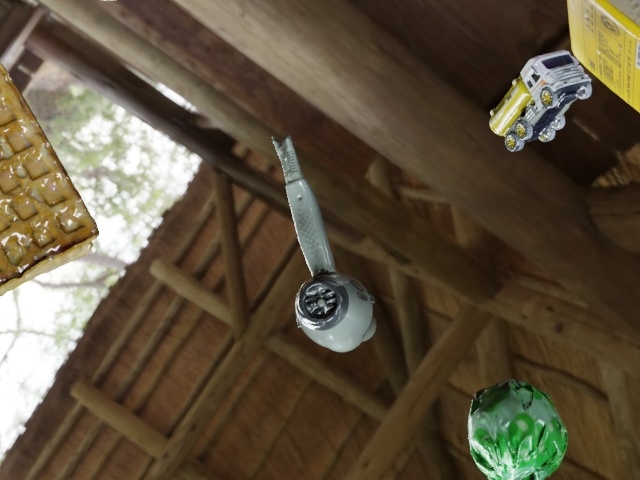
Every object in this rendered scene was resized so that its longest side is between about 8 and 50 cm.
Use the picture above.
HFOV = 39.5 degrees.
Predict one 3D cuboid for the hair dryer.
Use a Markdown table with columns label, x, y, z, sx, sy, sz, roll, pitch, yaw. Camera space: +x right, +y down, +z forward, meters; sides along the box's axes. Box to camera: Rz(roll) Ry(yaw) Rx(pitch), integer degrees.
| label | x | y | z | sx | sy | sz | roll | pitch | yaw |
| --- | --- | --- | --- | --- | --- | --- | --- | --- | --- |
| hair dryer | 0.013 | 0.028 | 1.103 | 0.092 | 0.229 | 0.267 | -18 | -123 | 9 |

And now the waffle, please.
| label | x | y | z | sx | sy | sz | roll | pitch | yaw |
| --- | --- | --- | --- | --- | --- | --- | --- | --- | --- |
| waffle | -0.485 | -0.079 | 1.296 | 0.213 | 0.308 | 0.091 | -31 | 179 | -27 |

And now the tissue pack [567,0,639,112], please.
| label | x | y | z | sx | sy | sz | roll | pitch | yaw |
| --- | --- | --- | --- | --- | --- | --- | --- | --- | --- |
| tissue pack | 0.638 | -0.428 | 1.709 | 0.228 | 0.293 | 0.382 | -44 | 158 | 2 |

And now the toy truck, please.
| label | x | y | z | sx | sy | sz | roll | pitch | yaw |
| --- | --- | --- | --- | --- | --- | --- | --- | --- | --- |
| toy truck | 0.396 | -0.257 | 1.649 | 0.098 | 0.114 | 0.227 | -18 | 160 | -23 |

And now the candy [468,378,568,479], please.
| label | x | y | z | sx | sy | sz | roll | pitch | yaw |
| --- | --- | --- | --- | --- | --- | --- | --- | --- | --- |
| candy | 0.192 | 0.268 | 0.758 | 0.097 | 0.097 | 0.324 | -42 | -139 | 37 |
